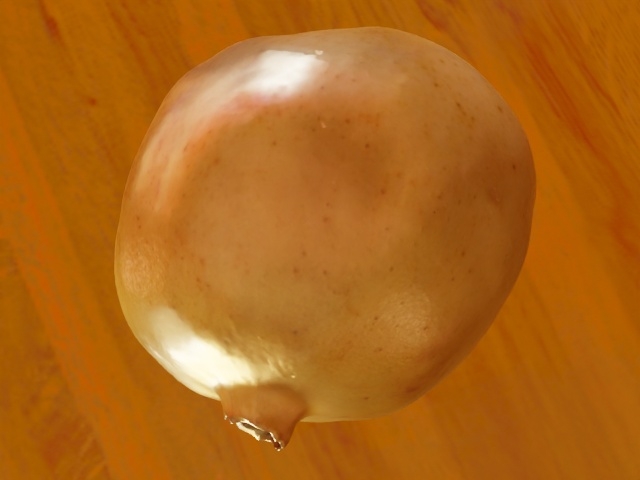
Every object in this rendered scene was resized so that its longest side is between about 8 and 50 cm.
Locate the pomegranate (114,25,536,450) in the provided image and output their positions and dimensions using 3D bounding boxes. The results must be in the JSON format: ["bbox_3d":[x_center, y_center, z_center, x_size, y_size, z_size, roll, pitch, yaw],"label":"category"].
[{"bbox_3d":[0.001,-0.007,0.662,0.233,0.233,0.233,0,89,21],"label":"pomegranate"}]
